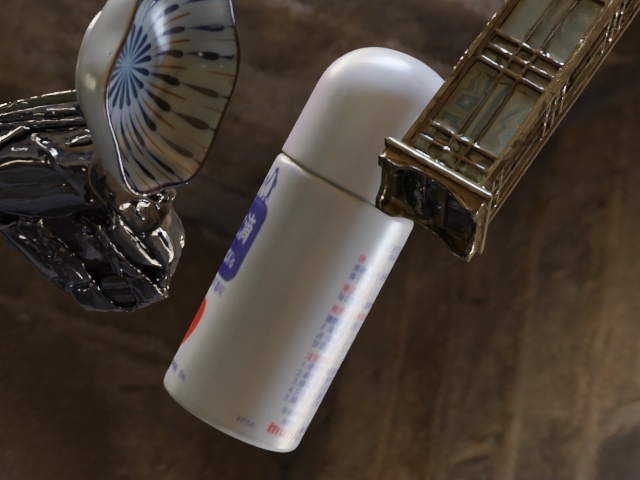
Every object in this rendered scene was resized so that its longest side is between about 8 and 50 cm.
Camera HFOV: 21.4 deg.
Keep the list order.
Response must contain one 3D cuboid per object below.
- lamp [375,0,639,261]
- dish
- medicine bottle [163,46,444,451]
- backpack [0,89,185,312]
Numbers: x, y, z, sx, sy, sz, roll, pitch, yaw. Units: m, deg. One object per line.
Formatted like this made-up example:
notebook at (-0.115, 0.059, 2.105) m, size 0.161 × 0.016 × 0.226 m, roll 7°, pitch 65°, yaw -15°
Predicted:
lamp at (0.162, -0.142, 1.242) m, size 0.090 × 0.089 × 0.325 m, roll 30°, pitch 68°, yaw 14°
dish at (-0.135, -0.128, 1.282) m, size 0.066 × 0.191 × 0.191 m, roll 15°, pitch 52°, yaw 24°
medicine bottle at (0.000, 0.000, 1.418) m, size 0.130 × 0.130 × 0.341 m, roll 25°, pitch 97°, yaw -22°
backpack at (-0.239, -0.023, 1.750) m, size 0.258 × 0.206 × 0.133 m, roll 61°, pitch 33°, yaw -44°
